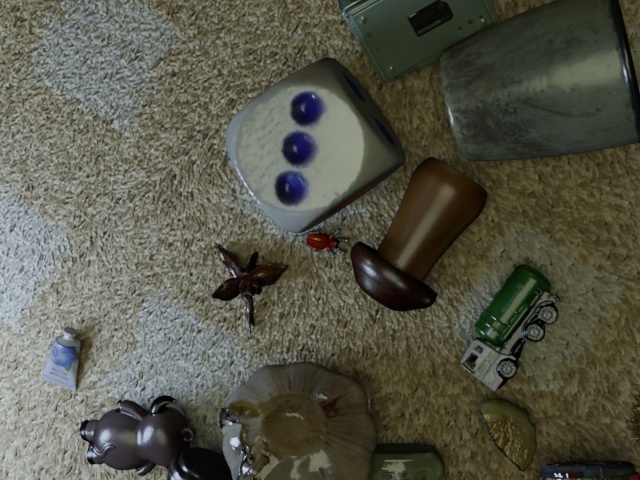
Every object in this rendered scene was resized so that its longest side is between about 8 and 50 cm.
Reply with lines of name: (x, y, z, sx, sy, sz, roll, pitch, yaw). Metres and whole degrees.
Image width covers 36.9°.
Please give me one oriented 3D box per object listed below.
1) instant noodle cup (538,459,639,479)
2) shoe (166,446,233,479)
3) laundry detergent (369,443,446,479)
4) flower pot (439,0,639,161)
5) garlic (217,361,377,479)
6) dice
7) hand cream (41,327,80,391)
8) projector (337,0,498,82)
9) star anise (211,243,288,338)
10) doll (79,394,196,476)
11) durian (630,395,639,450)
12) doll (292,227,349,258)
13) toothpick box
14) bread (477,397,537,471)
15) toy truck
instant noodle cup: (0.515, 0.513, 1.823, 0.303, 0.258, 0.181, 3, 78, -32)
shoe: (-0.191, 0.608, 1.965, 0.384, 0.171, 0.237, 39, 105, -8)
laundry detergent: (0.171, 0.547, 1.952, 0.181, 0.091, 0.253, -2, 94, 5)
flower pot: (0.402, -0.289, 1.756, 0.330, 0.293, 0.293, -11, 92, 18)
garlic: (-0.042, 0.385, 1.902, 0.322, 0.241, 0.321, 1, 87, -15)
dice: (-0.010, -0.182, 1.855, 0.259, 0.243, 0.251, -35, 88, 14)
hand cream: (-0.558, 0.256, 2.090, 0.084, 0.053, 0.142, 21, 108, 8)
projector: (0.188, -0.435, 1.824, 0.257, 0.099, 0.192, -27, 127, 12)
star anise: (-0.155, 0.104, 2.003, 0.158, 0.144, 0.140, 10, 51, 3)
doll: (-0.379, 0.419, 2.030, 0.258, 0.117, 0.181, -12, 102, 13)
durian: (0.681, 0.358, 1.847, 0.132, 0.165, 0.182, -1, 124, -28)
doll: (0.000, -0.001, 1.967, 0.114, 0.039, 0.057, 11, 126, -1)
toothpick box: (0.187, -0.006, 1.861, 0.192, 0.192, 0.294, 33, 94, 7)
bread: (0.374, 0.371, 1.904, 0.157, 0.083, 0.094, 41, 98, 3)
toy truck: (0.374, 0.170, 1.882, 0.125, 0.101, 0.242, 35, 97, 11)
